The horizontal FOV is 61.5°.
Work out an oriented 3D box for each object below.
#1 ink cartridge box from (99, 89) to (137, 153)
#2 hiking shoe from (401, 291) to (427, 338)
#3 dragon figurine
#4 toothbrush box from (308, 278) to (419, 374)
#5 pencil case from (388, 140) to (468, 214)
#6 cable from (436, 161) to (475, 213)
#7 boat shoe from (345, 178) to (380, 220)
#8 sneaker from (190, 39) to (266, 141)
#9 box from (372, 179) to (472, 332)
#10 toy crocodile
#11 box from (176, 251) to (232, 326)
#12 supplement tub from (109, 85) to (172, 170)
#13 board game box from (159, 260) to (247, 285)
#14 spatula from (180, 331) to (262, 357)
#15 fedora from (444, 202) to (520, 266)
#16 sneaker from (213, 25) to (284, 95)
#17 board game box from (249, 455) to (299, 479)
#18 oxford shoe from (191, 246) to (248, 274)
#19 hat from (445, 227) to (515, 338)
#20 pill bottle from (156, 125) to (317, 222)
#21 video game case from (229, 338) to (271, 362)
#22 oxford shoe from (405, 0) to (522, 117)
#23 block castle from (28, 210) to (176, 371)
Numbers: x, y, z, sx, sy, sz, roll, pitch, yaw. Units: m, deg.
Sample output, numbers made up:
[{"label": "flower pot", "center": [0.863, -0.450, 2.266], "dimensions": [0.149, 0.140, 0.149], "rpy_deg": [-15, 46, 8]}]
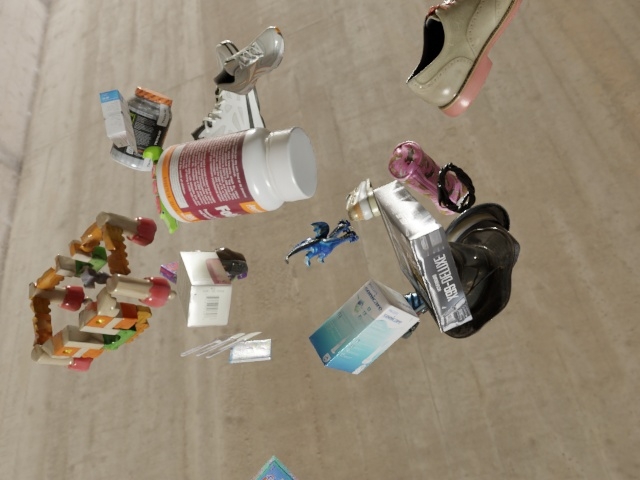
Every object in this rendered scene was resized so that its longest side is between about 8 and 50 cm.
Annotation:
[{"label": "ink cartridge box", "center": [-0.629, -0.363, 1.679], "dimensions": [0.104, 0.060, 0.180], "rpy_deg": [102, 154, -79]}, {"label": "hiking shoe", "center": [0.379, 0.243, 2.168], "dimensions": [0.132, 0.304, 0.113], "rpy_deg": [35, 165, 16]}, {"label": "dragon figurine", "center": [0.000, 0.000, 1.576], "dimensions": [0.289, 0.144, 0.085], "rpy_deg": [-1, -132, -55]}, {"label": "toothbrush box", "center": [0.144, 0.287, 1.757], "dimensions": [0.216, 0.295, 0.126], "rpy_deg": [28, -158, -50]}, {"label": "pencil case", "center": [0.416, -0.234, 2.066], "dimensions": [0.386, 0.167, 0.160], "rpy_deg": [27, -103, -42]}, {"label": "cable", "center": [0.480, -0.190, 1.900], "dimensions": [0.047, 0.150, 0.185], "rpy_deg": [138, 134, -68]}, {"label": "boat shoe", "center": [0.135, -0.133, 1.797], "dimensions": [0.302, 0.103, 0.113], "rpy_deg": [-69, -41, -78]}, {"label": "sneaker", "center": [-0.357, -0.475, 1.931], "dimensions": [0.169, 0.257, 0.448], "rpy_deg": [-171, 63, -72]}, {"label": "box", "center": [0.226, 0.024, 1.232], "dimensions": [0.307, 0.076, 0.243], "rpy_deg": [-112, -2, -63]}, {"label": "toy crocodile", "center": [-0.597, -0.195, 2.051], "dimensions": [0.115, 0.105, 0.341], "rpy_deg": [157, 103, -66]}, {"label": "box", "center": [-0.373, 0.150, 1.704], "dimensions": [0.232, 0.126, 0.149], "rpy_deg": [-131, 47, -56]}, {"label": "supplement tub", "center": [-0.739, -0.465, 2.244], "dimensions": [0.193, 0.193, 0.316], "rpy_deg": [-43, -23, -75]}, {"label": "board game box", "center": [-0.513, 0.139, 2.402], "dimensions": [0.346, 0.208, 0.056], "rpy_deg": [-17, -55, -55]}, {"label": "spatula", "center": [-0.331, 0.344, 1.774], "dimensions": [0.242, 0.168, 0.019], "rpy_deg": [-18, -80, -54]}, {"label": "fedora", "center": [0.529, 0.040, 1.746], "dimensions": [0.152, 0.334, 0.334], "rpy_deg": [42, 169, 46]}, {"label": "sneaker", "center": [-0.212, -0.519, 1.572], "dimensions": [0.121, 0.262, 0.099], "rpy_deg": [-16, -109, -51]}, {"label": "board game box", "center": [-0.116, 0.753, 1.545], "dimensions": [0.210, 0.160, 0.047], "rpy_deg": [46, 174, -4]}, {"label": "oxford shoe", "center": [-0.391, 0.068, 2.041], "dimensions": [0.227, 0.083, 0.096], "rpy_deg": [13, -138, -30]}, {"label": "hat", "center": [0.377, 0.092, 1.480], "dimensions": [0.133, 0.331, 0.331], "rpy_deg": [26, -146, -20]}, {"label": "pill bottle", "center": [-0.221, -0.180, 1.459], "dimensions": [0.224, 0.391, 0.224], "rpy_deg": [-7, -90, -68]}, {"label": "video game case", "center": [-0.285, 0.452, 2.200], "dimensions": [0.119, 0.166, 0.015], "rpy_deg": [-98, 3, -63]}, {"label": "oxford shoe", "center": [0.263, -0.406, 0.962], "dimensions": [0.349, 0.130, 0.123], "rpy_deg": [-69, 17, -4]}, {"label": "block castle", "center": [-0.631, 0.157, 1.558], "dimensions": [0.212, 0.453, 0.303], "rpy_deg": [23, -144, -50]}]
